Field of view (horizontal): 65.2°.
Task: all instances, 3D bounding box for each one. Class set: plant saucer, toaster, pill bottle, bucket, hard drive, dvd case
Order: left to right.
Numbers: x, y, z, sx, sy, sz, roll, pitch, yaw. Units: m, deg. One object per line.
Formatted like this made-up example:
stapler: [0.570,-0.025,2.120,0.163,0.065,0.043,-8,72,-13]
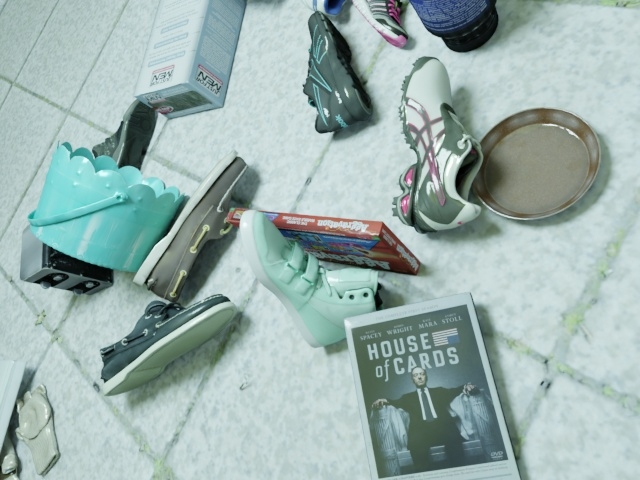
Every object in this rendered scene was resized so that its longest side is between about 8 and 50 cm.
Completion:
hard drive: [-0.794,0.442,1.187,0.203,0.040,0.307,-12,64,40]
toaster: [-0.578,0.025,1.146,0.110,0.168,0.185,-28,60,24]
bucket: [-0.438,-0.067,1.031,0.281,0.281,0.182,27,93,37]
dvd case: [0.137,0.201,0.653,0.180,0.029,0.238,-14,70,12]
pill bottle: [0.192,-0.385,0.749,0.123,0.219,0.122,-12,66,30]
plant saucer: [0.296,-0.104,0.697,0.169,0.029,0.168,-11,68,30]

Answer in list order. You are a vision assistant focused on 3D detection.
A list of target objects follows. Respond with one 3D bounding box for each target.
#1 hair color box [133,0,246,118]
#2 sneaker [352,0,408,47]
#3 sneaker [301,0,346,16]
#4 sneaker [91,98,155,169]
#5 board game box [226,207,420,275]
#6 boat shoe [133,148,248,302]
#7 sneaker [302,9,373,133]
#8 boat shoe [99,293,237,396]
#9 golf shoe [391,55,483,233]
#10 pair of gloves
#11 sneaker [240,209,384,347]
hair color box: [-0.297,-0.491,1.181,0.186,0.114,0.373,-1,72,34]
sneaker: [0.120,-0.418,0.906,0.075,0.063,0.170,-42,50,21]
sneaker: [0.083,-0.557,0.955,0.296,0.112,0.131,-50,47,22]
sneaker: [-0.494,-0.251,1.241,0.131,0.087,0.227,15,87,30]
board game box: [0.000,0.000,0.783,0.282,0.145,0.027,7,71,36]
boat shoe: [-0.235,-0.027,0.982,0.324,0.097,0.116,-54,12,1]
sneaker: [0.006,-0.314,0.923,0.106,0.101,0.267,-29,59,25]
boat shoe: [-0.298,0.170,0.934,0.340,0.127,0.113,-38,68,28]
golf shoe: [0.183,-0.145,0.735,0.120,0.105,0.272,-5,79,44]
pair of gloves: [-0.690,0.463,1.140,0.240,0.042,0.204,-41,55,14]
sneaker: [0.000,0.038,0.731,0.151,0.255,0.094,-23,28,19]
